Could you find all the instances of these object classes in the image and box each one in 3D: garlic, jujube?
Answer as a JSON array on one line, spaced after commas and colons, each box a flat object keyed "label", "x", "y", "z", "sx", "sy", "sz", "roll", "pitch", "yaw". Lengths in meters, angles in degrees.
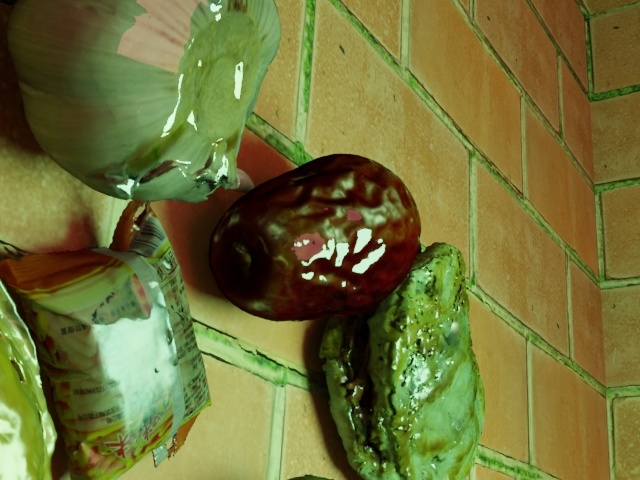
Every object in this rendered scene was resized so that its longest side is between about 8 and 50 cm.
[{"label": "garlic", "x": -0.170, "y": -0.194, "z": 0.899, "sx": 0.322, "sy": 0.241, "sz": 0.322, "roll": 9, "pitch": 90, "yaw": -87}, {"label": "jujube", "x": 0.000, "y": 0.000, "z": 1.180, "sx": 0.318, "sy": 0.223, "sz": 0.223, "roll": -14, "pitch": 93, "yaw": -52}]

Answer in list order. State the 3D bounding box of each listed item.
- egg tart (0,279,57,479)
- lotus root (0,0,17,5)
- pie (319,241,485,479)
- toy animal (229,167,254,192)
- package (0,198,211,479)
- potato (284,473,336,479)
[{"label": "egg tart", "x": -0.327, "y": 0.163, "z": 0.619, "sx": 0.443, "sy": 0.178, "sz": 0.443, "roll": 19, "pitch": 67, "yaw": -56}, {"label": "lotus root", "x": -0.348, "y": -0.303, "z": 0.758, "sx": 0.314, "sy": 0.141, "sz": 0.169, "roll": 33, "pitch": 58, "yaw": -56}, {"label": "pie", "x": 0.162, "y": 0.218, "z": 1.420, "sx": 0.418, "sy": 0.180, "sz": 0.395, "roll": 65, "pitch": 34, "yaw": -28}, {"label": "toy animal", "x": -0.137, "y": -0.118, "z": 1.127, "sx": 0.071, "sy": 0.085, "sz": 0.124, "roll": -19, "pitch": 104, "yaw": -76}, {"label": "package", "x": -0.202, "y": 0.117, "z": 0.916, "sx": 0.223, "sy": 0.108, "sz": 0.288, "roll": -36, "pitch": 114, "yaw": -53}, {"label": "potato", "x": 0.034, "y": 0.438, "z": 1.076, "sx": 0.270, "sy": 0.219, "sz": 0.359, "roll": 46, "pitch": -7, "yaw": 45}]
